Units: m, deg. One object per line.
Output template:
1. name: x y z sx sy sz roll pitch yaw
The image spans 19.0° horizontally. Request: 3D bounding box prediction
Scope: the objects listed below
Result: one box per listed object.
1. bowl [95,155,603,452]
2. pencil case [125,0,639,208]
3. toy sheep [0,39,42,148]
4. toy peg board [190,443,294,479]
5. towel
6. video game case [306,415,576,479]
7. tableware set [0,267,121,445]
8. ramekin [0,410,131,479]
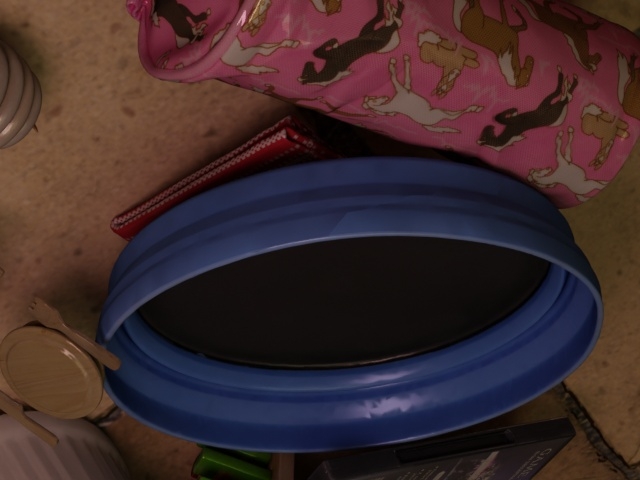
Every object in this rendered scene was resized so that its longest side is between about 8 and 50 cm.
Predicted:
1. bowl: 0.020 0.056 1.481 0.391 0.077 0.391 -5 152 -3
2. pencil case: 0.057 -0.138 1.373 0.386 0.160 0.167 16 130 -35
3. toy sheep: -0.242 -0.102 1.317 0.091 0.091 0.132 -42 151 13
4. toy peg board: -0.091 0.249 1.647 0.079 0.161 0.160 22 121 -13
5. towel: 0.000 0.000 1.511 0.199 0.031 0.275 -28 140 35
6. video game case: 0.076 0.234 1.720 0.274 0.026 0.196 -7 148 -36
7. tableware set: -0.239 0.059 1.428 0.194 0.039 0.128 38 131 -5
8. ramekin: -0.251 0.288 1.569 0.277 0.135 0.277 -23 135 -25
